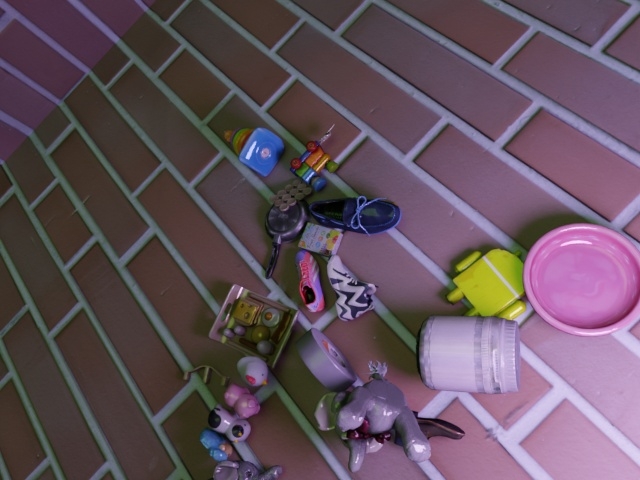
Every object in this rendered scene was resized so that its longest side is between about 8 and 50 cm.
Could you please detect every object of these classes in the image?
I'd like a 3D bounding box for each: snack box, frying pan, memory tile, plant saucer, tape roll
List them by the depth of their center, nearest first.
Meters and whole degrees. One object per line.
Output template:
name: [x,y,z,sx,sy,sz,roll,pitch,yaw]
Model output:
plant saucer: [0.755,0.116,1.625,0.333,0.084,0.331,-5,69,14]
tape roll: [0.019,0.382,1.792,0.072,0.219,0.219,-42,60,4]
snack box: [0.000,0.000,2.052,0.141,0.037,0.100,18,78,29]
frying pan: [-0.170,-0.036,2.141,0.197,0.053,0.326,36,85,31]
memory tile: [-0.114,-0.173,2.146,0.148,0.012,0.113,-36,46,-15]

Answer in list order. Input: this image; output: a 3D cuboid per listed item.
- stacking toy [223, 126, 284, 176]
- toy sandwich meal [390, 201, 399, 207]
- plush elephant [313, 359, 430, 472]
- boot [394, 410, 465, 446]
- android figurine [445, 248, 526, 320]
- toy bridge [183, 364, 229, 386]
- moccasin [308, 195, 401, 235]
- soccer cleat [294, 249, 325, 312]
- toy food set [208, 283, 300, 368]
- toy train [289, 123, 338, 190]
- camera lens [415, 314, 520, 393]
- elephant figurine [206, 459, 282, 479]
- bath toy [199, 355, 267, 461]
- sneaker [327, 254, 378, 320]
stacking toy: [-0.304,-0.397,2.295,0.302,0.175,0.165,32,91,44]
toy sandwich meal: [0.239,-0.102,1.988,0.086,0.029,0.085,-9,68,21]
plush elephant: [0.126,0.535,1.626,0.272,0.330,0.255,22,114,-9]
boot: [0.317,0.579,1.674,0.219,0.082,0.106,8,84,37]
android figurine: [0.531,0.138,1.750,0.273,0.056,0.248,-40,60,6]
toy bridge: [-0.413,0.490,2.057,0.188,0.026,0.063,1,70,24]
moccasin: [0.108,-0.086,1.970,0.342,0.117,0.137,-2,73,32]
soccer cleat: [-0.045,0.136,1.987,0.083,0.095,0.247,-22,63,15]
toy food set: [-0.238,0.300,2.013,0.306,0.092,0.219,19,80,28]
toy train: [0.015,-0.314,2.136,0.143,0.105,0.248,43,91,20]
camera lens: [0.426,0.327,1.629,0.275,0.219,0.219,-2,70,24]
elephant figurine: [-0.276,0.780,1.832,0.239,0.186,0.169,-55,16,-15]
bath toy: [-0.273,0.557,1.883,0.152,0.129,0.348,26,96,-12]
sneaker: [0.117,0.144,1.913,0.153,0.094,0.234,-18,64,16]
